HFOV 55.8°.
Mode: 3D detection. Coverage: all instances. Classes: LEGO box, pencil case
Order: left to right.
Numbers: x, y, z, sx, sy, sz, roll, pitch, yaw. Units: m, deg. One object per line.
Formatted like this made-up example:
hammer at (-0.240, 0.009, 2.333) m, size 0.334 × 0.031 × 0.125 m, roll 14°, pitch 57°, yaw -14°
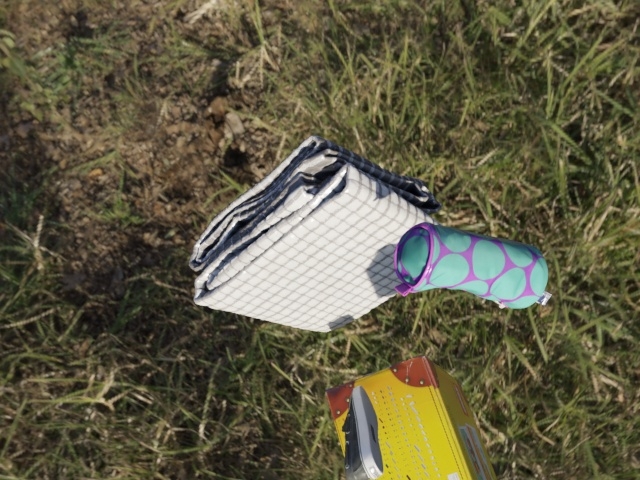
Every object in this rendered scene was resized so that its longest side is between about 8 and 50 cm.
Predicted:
LEGO box at (0.221, 0.492, 1.077) m, size 0.193 × 0.372 × 0.500 m, roll -24°, pitch 63°, yaw 13°
pencil case at (0.145, 0.027, 0.573) m, size 0.064 × 0.152 × 0.070 m, roll 42°, pitch 117°, yaw 60°

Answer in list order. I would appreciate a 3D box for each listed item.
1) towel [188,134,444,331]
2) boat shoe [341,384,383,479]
towel at (0.000, 0.000, 0.786) m, size 0.284 × 0.235 × 0.121 m, roll -38°, pitch 47°, yaw 31°
boat shoe at (0.045, 0.231, 0.732) m, size 0.040 × 0.049 × 0.142 m, roll -27°, pitch 23°, yaw 11°
